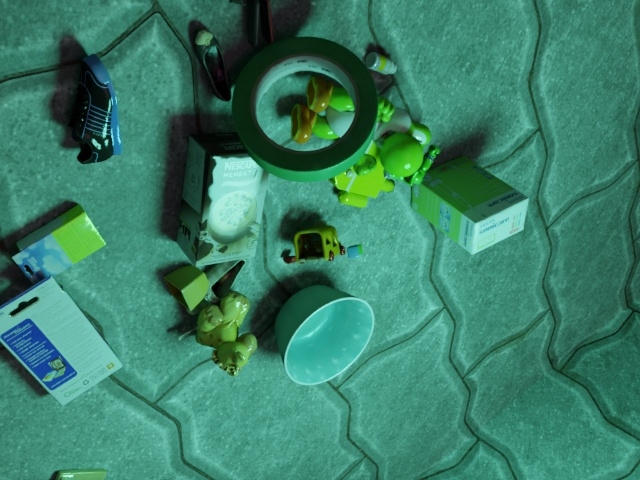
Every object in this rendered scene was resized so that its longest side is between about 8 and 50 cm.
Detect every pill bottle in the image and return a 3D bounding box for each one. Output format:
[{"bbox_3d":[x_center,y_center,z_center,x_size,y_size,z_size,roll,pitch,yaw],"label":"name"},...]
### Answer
[{"bbox_3d":[0.155,-0.448,1.879,0.083,0.043,0.043,8,115,-43],"label":"pill bottle"}]

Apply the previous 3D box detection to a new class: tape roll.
[{"bbox_3d":[-0.033,-0.292,1.645,0.321,0.321,0.077,-40,169,-8],"label":"tape roll"}]

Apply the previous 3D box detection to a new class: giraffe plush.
[{"bbox_3d":[-0.242,0.261,1.955,0.210,0.170,0.181,-40,164,-3],"label":"giraffe plush"}]

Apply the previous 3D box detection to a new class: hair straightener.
[{"bbox_3d":[-0.148,-0.524,1.569,0.089,0.047,0.230,-21,132,-27],"label":"hair straightener"}]

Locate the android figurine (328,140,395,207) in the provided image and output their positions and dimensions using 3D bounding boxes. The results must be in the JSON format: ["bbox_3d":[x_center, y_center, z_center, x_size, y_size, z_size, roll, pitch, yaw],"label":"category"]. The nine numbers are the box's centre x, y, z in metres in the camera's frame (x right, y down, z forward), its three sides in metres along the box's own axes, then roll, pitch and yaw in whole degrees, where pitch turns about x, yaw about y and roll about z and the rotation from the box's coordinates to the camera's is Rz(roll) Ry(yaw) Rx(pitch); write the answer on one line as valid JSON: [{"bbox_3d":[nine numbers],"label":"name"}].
[{"bbox_3d":[0.124,-0.208,2.028,0.273,0.056,0.248,11,113,-46],"label":"android figurine"}]

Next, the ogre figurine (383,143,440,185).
[{"bbox_3d":[0.234,-0.216,2.007,0.197,0.097,0.118,-2,111,-57],"label":"ogre figurine"}]

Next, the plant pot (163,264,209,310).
[{"bbox_3d":[-0.332,0.112,1.878,0.083,0.081,0.081,-39,138,-25],"label":"plant pot"}]

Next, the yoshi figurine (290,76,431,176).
[{"bbox_3d":[0.119,-0.259,1.815,0.362,0.203,0.203,12,93,-24],"label":"yoshi figurine"}]

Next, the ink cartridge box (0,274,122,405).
[{"bbox_3d":[-0.625,0.230,1.736,0.176,0.069,0.371,-34,139,-14],"label":"ink cartridge box"}]

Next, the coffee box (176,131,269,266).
[{"bbox_3d":[-0.232,-0.101,1.766,0.168,0.119,0.297,-10,126,-33],"label":"coffee box"}]

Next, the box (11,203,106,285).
[{"bbox_3d":[-0.576,0.012,1.626,0.178,0.042,0.109,-34,136,-14],"label":"box"}]

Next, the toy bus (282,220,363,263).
[{"bbox_3d":[0.001,0.001,2.041,0.191,0.202,0.104,-10,96,-25],"label":"toy bus"}]

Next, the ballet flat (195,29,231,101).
[{"bbox_3d":[-0.227,-0.381,1.611,0.057,0.049,0.173,-34,136,-16],"label":"ballet flat"}]

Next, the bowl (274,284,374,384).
[{"bbox_3d":[-0.013,0.254,2.181,0.311,0.163,0.311,-22,133,-26],"label":"bowl"}]

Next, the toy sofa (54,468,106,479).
[{"bbox_3d":[-0.596,0.783,1.957,0.150,0.362,0.177,14,105,-45],"label":"toy sofa"}]

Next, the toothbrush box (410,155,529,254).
[{"bbox_3d":[0.434,-0.111,2.183,0.206,0.283,0.122,-24,133,-25],"label":"toothbrush box"}]

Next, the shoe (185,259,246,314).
[{"bbox_3d":[-0.274,0.113,1.938,0.219,0.058,0.076,-51,138,4],"label":"shoe"}]

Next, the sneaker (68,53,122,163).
[{"bbox_3d":[-0.463,-0.256,1.488,0.090,0.081,0.232,-28,136,-31],"label":"sneaker"}]
